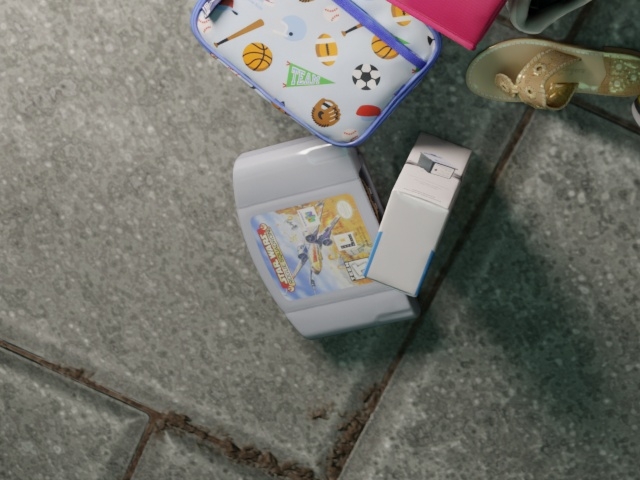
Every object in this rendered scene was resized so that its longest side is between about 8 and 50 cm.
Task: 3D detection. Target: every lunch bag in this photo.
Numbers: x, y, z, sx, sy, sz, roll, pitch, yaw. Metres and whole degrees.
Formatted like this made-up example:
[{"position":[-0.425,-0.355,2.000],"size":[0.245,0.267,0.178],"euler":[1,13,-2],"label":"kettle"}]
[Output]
[{"position":[-0.003,-0.286,2.017],"size":[0.303,0.115,0.243],"euler":[38,117,-10],"label":"lunch bag"}]

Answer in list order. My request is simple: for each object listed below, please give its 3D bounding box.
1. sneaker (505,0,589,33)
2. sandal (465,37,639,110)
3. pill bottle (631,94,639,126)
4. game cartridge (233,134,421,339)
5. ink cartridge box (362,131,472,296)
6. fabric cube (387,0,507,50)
[{"position":[0.338,-0.352,1.902],"size":[0.110,0.118,0.292],"euler":[42,117,-9],"label":"sneaker"},{"position":[0.299,-0.204,2.010],"size":[0.240,0.079,0.088],"euler":[1,118,12],"label":"sandal"},{"position":[0.479,-0.197,1.958],"size":[0.103,0.103,0.184],"euler":[36,117,-8],"label":"pill bottle"},{"position":[0.000,0.000,2.197],"size":[0.198,0.062,0.297],"euler":[-16,114,18],"label":"game cartridge"},{"position":[0.129,-0.037,2.073],"size":[0.082,0.190,0.139],"euler":[20,120,3],"label":"ink cartridge box"},{"position":[0.151,-0.422,1.826],"size":[0.259,0.254,0.258],"euler":[29,120,-4],"label":"fabric cube"}]
